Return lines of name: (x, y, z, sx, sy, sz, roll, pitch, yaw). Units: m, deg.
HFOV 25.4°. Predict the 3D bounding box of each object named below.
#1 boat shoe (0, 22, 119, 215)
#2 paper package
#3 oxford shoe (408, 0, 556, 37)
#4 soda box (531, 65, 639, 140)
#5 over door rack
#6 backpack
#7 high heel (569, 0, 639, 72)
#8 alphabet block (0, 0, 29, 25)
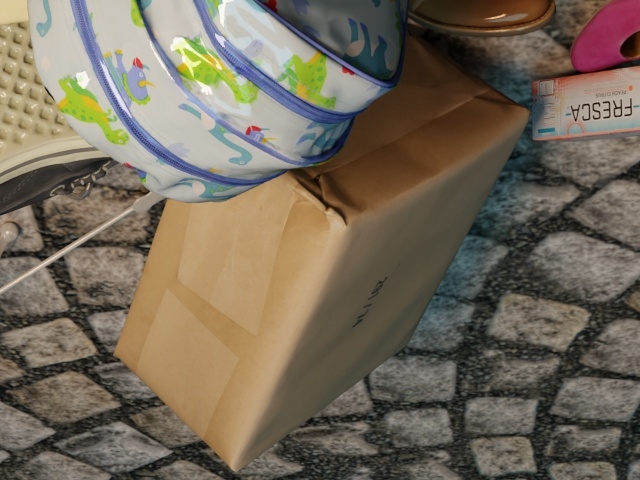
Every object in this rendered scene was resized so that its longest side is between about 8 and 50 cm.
boat shoe: (-0.240, -0.122, 1.197, 0.500, 0.187, 0.156, -26, -178, -18)
paper package: (0.000, 0.000, 1.289, 0.168, 0.309, 0.325, 40, 132, 19)
oxford shoe: (0.094, -0.226, 1.166, 0.212, 0.076, 0.076, 22, 144, 20)
soda box: (0.275, -0.124, 1.283, 0.063, 0.058, 0.183, -1, -179, -36)
over door rack: (-0.329, -0.048, 1.446, 0.324, 0.108, 0.239, -22, 145, 9)
backpack: (-0.067, -0.203, 0.975, 0.273, 0.356, 0.290, -2, 152, 41)
high heel: (0.312, -0.171, 1.202, 0.082, 0.117, 0.244, -13, 166, -41)
alphabet block: (-0.277, -0.284, 1.063, 0.197, 0.193, 0.192, -6, 143, 10)
